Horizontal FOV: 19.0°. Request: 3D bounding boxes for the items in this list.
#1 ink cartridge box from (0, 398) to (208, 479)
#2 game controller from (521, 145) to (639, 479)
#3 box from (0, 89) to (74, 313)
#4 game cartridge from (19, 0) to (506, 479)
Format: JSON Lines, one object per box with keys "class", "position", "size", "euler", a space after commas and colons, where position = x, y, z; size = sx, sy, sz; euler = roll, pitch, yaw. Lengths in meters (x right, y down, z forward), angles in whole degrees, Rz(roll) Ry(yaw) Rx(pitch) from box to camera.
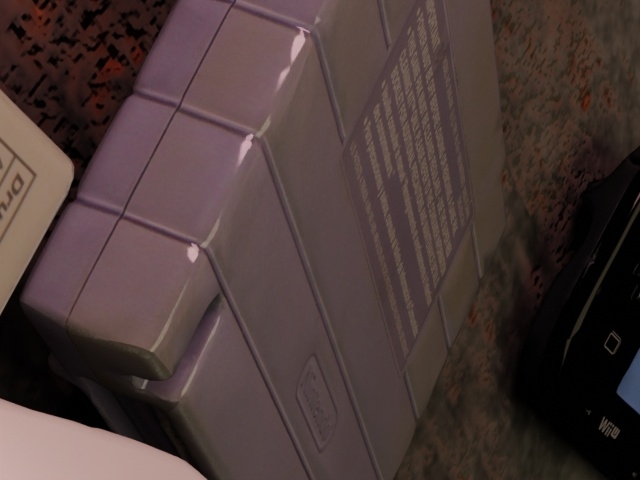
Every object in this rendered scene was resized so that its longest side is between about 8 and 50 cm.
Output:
{"class": "ink cartridge box", "position": [-0.191, 0.099, 0.310], "size": [0.353, 0.119, 0.207], "euler": [21, 46, -28]}
{"class": "game controller", "position": [0.214, 0.070, 1.116], "size": [0.319, 0.067, 0.166], "euler": [40, 67, -51]}
{"class": "box", "position": [-0.206, -0.050, 0.434], "size": [0.148, 0.121, 0.311], "euler": [-63, 143, -21]}
{"class": "game cartridge", "position": [0.000, 0.000, 0.716], "size": [0.355, 0.068, 0.230], "euler": [73, 36, -64]}
